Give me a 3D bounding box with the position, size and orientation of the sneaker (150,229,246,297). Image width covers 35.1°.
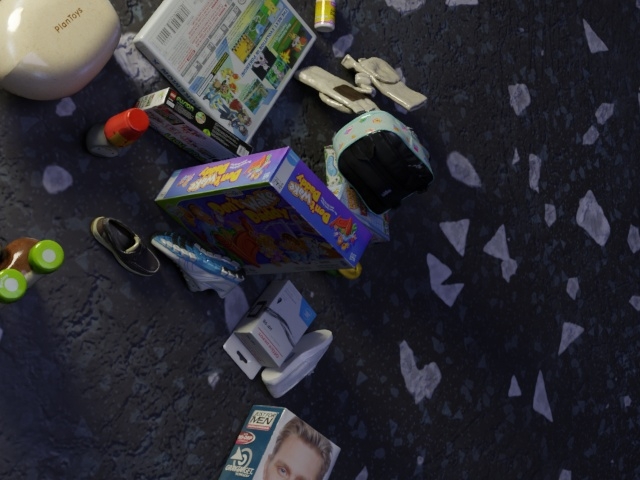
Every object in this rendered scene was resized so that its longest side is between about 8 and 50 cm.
[{"bbox_3d":[-0.238,0.052,1.878,0.190,0.083,0.071,30,22,-18],"label":"sneaker"}]

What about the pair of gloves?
[{"bbox_3d":[0.090,-0.329,2.129,0.240,0.204,0.042,-19,140,-41],"label":"pair of gloves"}]

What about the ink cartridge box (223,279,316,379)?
[{"bbox_3d":[-0.098,0.177,1.990,0.104,0.060,0.180,53,56,-25],"label":"ink cartridge box"}]

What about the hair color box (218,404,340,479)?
[{"bbox_3d":[-0.112,0.506,1.919,0.174,0.105,0.347,41,60,-31],"label":"hair color box"}]

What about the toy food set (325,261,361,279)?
[{"bbox_3d":[0.000,0.000,2.097,0.218,0.071,0.128,51,32,-28],"label":"toy food set"}]

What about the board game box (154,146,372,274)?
[{"bbox_3d":[-0.109,-0.042,1.811,0.233,0.347,0.078,45,60,-28],"label":"board game box"}]

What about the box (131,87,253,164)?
[{"bbox_3d":[-0.237,-0.202,1.868,0.207,0.114,0.036,35,64,-35],"label":"box"}]

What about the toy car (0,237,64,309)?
[{"bbox_3d":[-0.522,0.009,1.585,0.188,0.155,0.149,53,54,-9],"label":"toy car"}]

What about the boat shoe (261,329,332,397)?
[{"bbox_3d":[-0.040,0.249,2.037,0.184,0.066,0.063,-41,126,-38],"label":"boat shoe"}]

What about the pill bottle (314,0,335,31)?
[{"bbox_3d":[0.011,-0.490,2.159,0.043,0.043,0.083,9,80,-41],"label":"pill bottle"}]

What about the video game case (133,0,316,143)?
[{"bbox_3d":[-0.177,-0.396,1.992,0.300,0.036,0.329,46,58,-28],"label":"video game case"}]

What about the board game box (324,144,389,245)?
[{"bbox_3d":[0.064,-0.101,2.116,0.194,0.060,0.194,14,68,-54],"label":"board game box"}]

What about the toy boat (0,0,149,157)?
[{"bbox_3d":[-0.423,-0.282,1.710,0.318,0.148,0.267,54,49,-14],"label":"toy boat"}]

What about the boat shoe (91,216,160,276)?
[{"bbox_3d":[-0.340,0.013,1.799,0.152,0.049,0.056,40,61,-32],"label":"boat shoe"}]

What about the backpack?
[{"bbox_3d":[0.118,-0.170,2.027,0.188,0.166,0.144,40,30,-38],"label":"backpack"}]
